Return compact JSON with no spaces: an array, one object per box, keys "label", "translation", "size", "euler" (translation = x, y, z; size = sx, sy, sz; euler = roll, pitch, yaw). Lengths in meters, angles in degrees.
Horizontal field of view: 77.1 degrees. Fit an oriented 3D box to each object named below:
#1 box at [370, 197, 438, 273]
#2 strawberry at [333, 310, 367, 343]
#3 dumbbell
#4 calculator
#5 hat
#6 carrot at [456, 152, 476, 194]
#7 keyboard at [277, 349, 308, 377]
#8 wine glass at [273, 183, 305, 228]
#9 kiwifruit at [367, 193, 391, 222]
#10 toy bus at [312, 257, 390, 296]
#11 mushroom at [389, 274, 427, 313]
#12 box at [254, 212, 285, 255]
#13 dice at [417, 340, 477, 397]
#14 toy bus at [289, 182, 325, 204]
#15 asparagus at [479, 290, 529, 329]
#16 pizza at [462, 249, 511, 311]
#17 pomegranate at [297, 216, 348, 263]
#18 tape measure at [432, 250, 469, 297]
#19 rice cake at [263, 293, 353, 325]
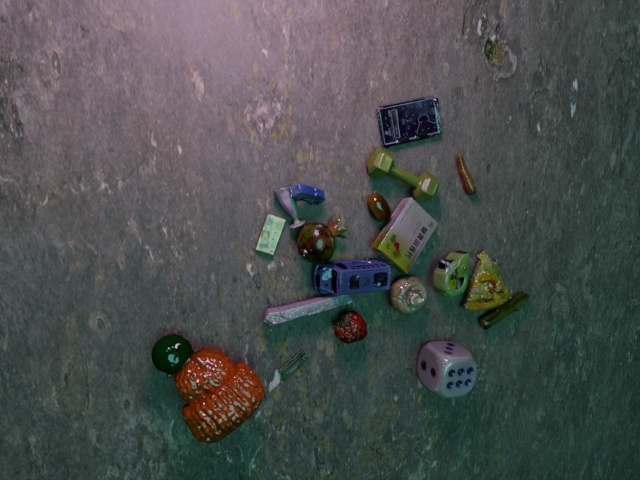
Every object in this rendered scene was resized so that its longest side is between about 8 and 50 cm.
[{"label":"box","translation":[0.344,-0.021,1.629],"size":[0.175,0.062,0.260],"euler":[39,76,-20]},{"label":"strawberry","translation":[0.128,0.361,1.623],"size":[0.131,0.131,0.148],"euler":[-42,103,-7]},{"label":"dumbbell","translation":[0.324,-0.255,1.573],"size":[0.302,0.108,0.121],"euler":[23,91,-22]},{"label":"calculator","translation":[0.352,-0.471,1.583],"size":[0.274,0.028,0.165],"euler":[-16,106,-15]},{"label":"hat","translation":[-0.407,0.489,1.441],"size":[0.285,0.285,0.400],"euler":[-36,83,-9]},{"label":"carrot","translation":[0.615,-0.281,1.707],"size":[0.047,0.047,0.191],"euler":[-30,105,-11]},{"label":"keyboard","translation":[-0.109,0.500,1.624],"size":[0.129,0.015,0.049],"euler":[-39,110,-8]},{"label":"wine glass","translation":[-0.110,-0.126,1.468],"size":[0.073,0.073,0.155],"euler":[-27,108,-12]},{"label":"kiwifruit","translation":[0.232,-0.129,1.588],"size":[0.075,0.075,0.124],"euler":[-34,106,-10]},{"label":"toy bus","translation":[0.122,0.146,1.570],"size":[0.293,0.133,0.125],"euler":[-4,102,-19]},{"label":"mushroom","translation":[0.369,0.227,1.677],"size":[0.166,0.127,0.166],"euler":[-1,94,-18]},{"label":"box","translation":[-0.187,-0.021,1.491],"size":[0.073,0.020,0.149],"euler":[18,95,-22]},{"label":"dice","translation":[0.555,0.564,1.774],"size":[0.194,0.192,0.193],"euler":[4,101,-19]},{"label":"toy bus","translation":[-0.046,-0.167,1.456],"size":[0.153,0.061,0.051],"euler":[8,67,-49]},{"label":"asparagus","translation":[0.873,0.332,1.910],"size":[0.278,0.060,0.067],"euler":[-27,89,-12]},{"label":"pizza","translation":[0.751,0.186,1.829],"size":[0.280,0.075,0.287],"euler":[-17,106,-16]},{"label":"pomegranate","translation":[0.013,-0.003,1.497],"size":[0.220,0.156,0.156],"euler":[-26,108,-15]},{"label":"tape measure","translation":[0.565,0.156,1.744],"size":[0.175,0.106,0.199],"euler":[-10,106,-31]},{"label":"rice cake","translation":[-0.047,0.259,1.567],"size":[0.365,0.073,0.056],"euler":[-12,103,-16]}]
